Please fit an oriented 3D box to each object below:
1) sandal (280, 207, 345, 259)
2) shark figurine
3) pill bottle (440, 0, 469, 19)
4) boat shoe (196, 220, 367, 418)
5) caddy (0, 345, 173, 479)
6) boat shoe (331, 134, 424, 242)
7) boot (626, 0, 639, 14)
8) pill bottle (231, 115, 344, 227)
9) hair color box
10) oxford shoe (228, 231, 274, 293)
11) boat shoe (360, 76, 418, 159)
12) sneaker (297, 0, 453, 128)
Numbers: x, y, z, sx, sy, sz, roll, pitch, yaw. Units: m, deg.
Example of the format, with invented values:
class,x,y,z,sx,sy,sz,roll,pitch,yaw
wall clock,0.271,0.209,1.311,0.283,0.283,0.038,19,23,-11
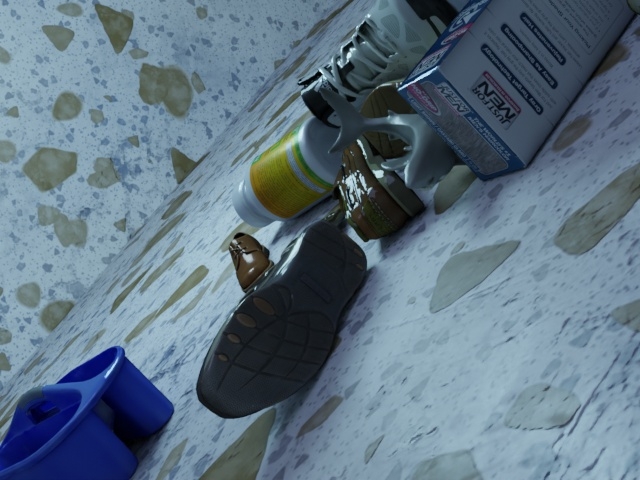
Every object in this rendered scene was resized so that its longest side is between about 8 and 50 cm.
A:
class,x,y,z,sx,sy,sz,roll,pitch,yaw
sandal,0.000,0.000,1.658,0.072,0.049,0.180,-29,6,32
shark figurine,0.122,-0.165,1.440,0.166,0.116,0.278,-19,29,-20
pill bottle,0.355,-0.510,1.705,0.408,0.229,0.229,-44,15,4
boat shoe,-0.055,0.117,1.367,0.130,0.132,0.355,-45,2,43
caddy,-0.396,0.296,1.659,0.341,0.179,0.241,-30,22,45
boat shoe,0.062,-0.084,1.574,0.104,0.110,0.307,-42,15,6
boot,0.445,-0.364,1.247,0.165,0.077,0.213,-101,25,-70
pill bottle,-0.053,-0.117,1.924,0.246,0.136,0.136,-32,20,42
hair color box,0.271,-0.264,1.372,0.347,0.174,0.105,-51,15,-24
oxford shoe,-0.133,0.036,1.857,0.076,0.076,0.212,-43,16,3
boat shoe,0.180,-0.211,1.642,0.110,0.121,0.341,-13,-4,-31
sneaker,0.091,-0.288,1.737,0.258,0.169,0.447,-33,-7,1
